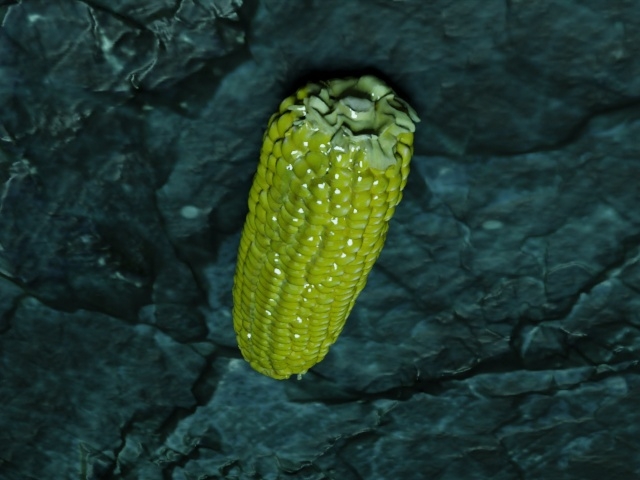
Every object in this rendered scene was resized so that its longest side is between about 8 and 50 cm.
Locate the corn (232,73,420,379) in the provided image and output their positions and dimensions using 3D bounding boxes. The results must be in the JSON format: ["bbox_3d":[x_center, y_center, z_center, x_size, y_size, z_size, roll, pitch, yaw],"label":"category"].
[{"bbox_3d":[-0.005,-0.001,0.940,0.091,0.091,0.260,13,140,-2],"label":"corn"}]
